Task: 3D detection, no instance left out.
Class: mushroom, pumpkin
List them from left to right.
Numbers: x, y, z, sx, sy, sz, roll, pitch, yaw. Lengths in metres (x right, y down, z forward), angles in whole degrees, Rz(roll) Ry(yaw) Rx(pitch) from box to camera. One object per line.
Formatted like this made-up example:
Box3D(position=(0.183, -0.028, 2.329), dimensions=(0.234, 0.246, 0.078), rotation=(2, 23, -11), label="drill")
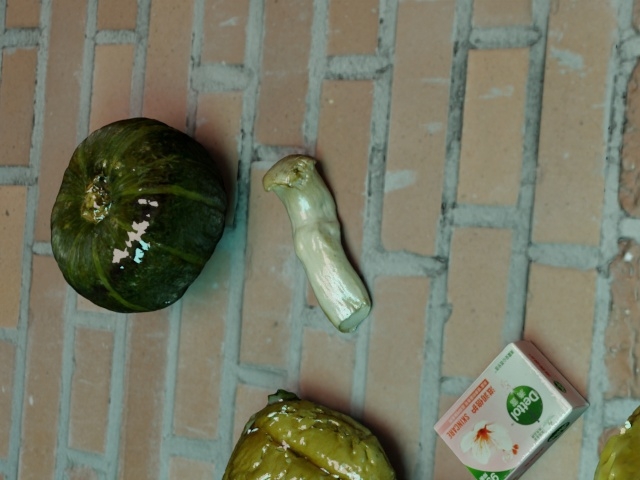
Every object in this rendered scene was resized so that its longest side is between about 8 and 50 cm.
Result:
Box3D(position=(-0.204, -0.027, 1.331), dimensions=(0.223, 0.157, 0.224), rotation=(-17, 62, 34), label="pumpkin")
Box3D(position=(-0.003, 0.002, 1.257), dimensions=(0.059, 0.054, 0.202), rotation=(-26, 78, 29), label="mushroom")

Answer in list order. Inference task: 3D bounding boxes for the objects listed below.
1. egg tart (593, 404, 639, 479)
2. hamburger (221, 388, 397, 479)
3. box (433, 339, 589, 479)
Box3D(position=(0.392, 0.215, 0.846), dimensions=(0.388, 0.388, 0.169), rotation=(15, 130, 34), label="egg tart")
Box3D(position=(-0.024, 0.270, 1.216), dimensions=(0.183, 0.130, 0.206), rotation=(27, 101, 29), label="hamburger")
Box3D(position=(0.180, 0.168, 1.129), dimensions=(0.089, 0.043, 0.125), rotation=(48, 114, 25), label="box")
